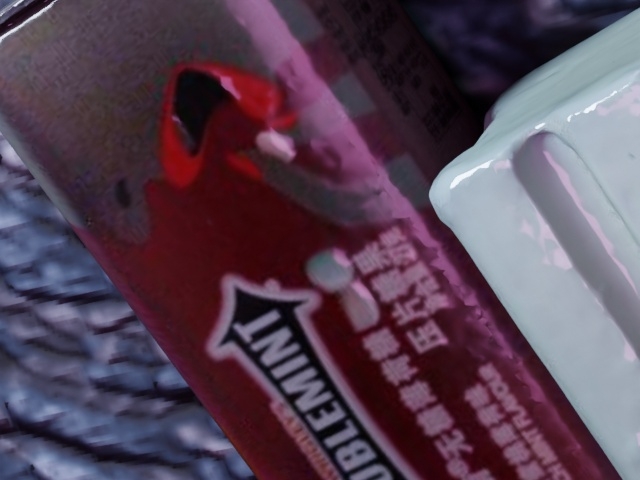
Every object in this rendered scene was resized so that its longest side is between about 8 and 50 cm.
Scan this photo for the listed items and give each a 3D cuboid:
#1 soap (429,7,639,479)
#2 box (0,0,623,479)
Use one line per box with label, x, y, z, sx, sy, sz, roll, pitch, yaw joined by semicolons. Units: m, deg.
soap;0.171;0.044;0.541;0.160;0.087;0.265;-30;101;29
box;0.000;0.000;0.596;0.120;0.069;0.224;-27;104;29
